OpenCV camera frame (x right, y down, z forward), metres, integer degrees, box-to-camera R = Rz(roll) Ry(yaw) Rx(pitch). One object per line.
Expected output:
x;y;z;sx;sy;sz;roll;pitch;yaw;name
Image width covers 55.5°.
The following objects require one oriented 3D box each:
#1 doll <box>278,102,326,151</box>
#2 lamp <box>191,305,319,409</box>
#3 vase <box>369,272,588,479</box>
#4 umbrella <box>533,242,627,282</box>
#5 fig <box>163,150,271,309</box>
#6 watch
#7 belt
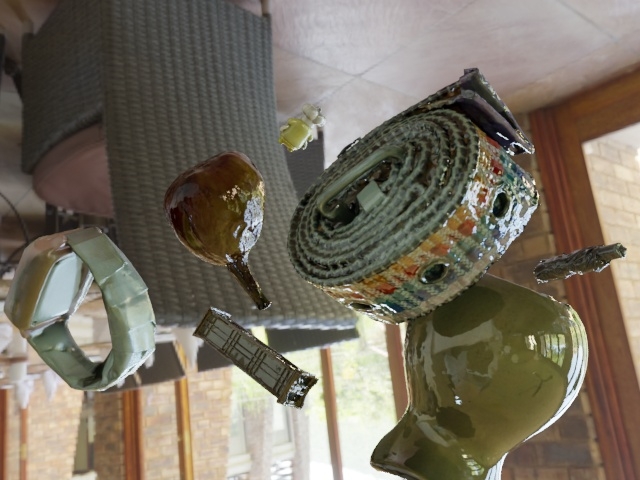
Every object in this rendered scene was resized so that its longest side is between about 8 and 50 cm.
-0.055;-0.342;1.841;0.162;0.062;0.106;-44;124;15;doll
-0.157;0.267;1.416;0.325;0.090;0.089;29;175;35;lamp
0.231;0.210;0.880;0.241;0.302;0.329;22;178;23;vase
0.563;0.049;1.324;0.059;0.066;0.236;36;157;-12;umbrella
-0.163;-0.012;1.079;0.191;0.290;0.190;-22;173;-3;fig
-0.402;0.130;1.059;0.253;0.241;0.162;-62;166;21;watch
0.097;-0.038;0.708;0.295;0.206;0.160;-32;132;28;belt
